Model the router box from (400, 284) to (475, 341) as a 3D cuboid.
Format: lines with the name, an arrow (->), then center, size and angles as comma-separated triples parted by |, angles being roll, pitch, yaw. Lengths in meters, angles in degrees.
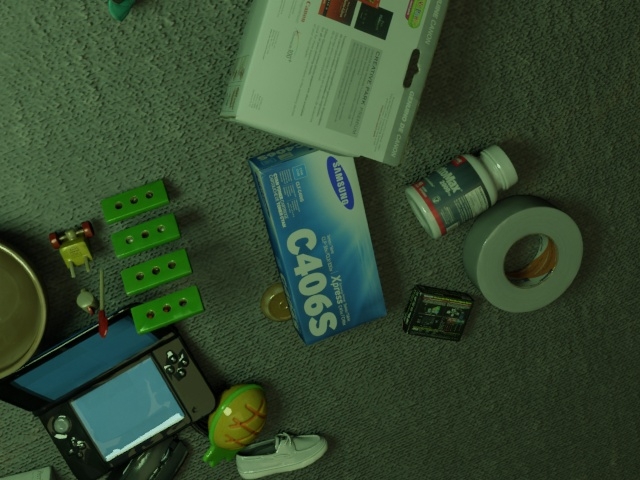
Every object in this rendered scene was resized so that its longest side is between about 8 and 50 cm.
router box -> 0.227, 0.142, 1.575 | 0.122, 0.038, 0.092 | 11, 110, -20

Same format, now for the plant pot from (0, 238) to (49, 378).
plant pot -> -0.546, 0.099, 1.291 | 0.237, 0.110, 0.237 | -1, 100, -6

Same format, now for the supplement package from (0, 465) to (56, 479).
supplement package -> -0.612, 0.555, 1.447 | 0.293, 0.177, 0.175 | -11, 115, -11

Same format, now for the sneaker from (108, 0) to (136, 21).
sneaker -> -0.243, -0.395, 1.163 | 0.295, 0.124, 0.178 | 16, 103, -13

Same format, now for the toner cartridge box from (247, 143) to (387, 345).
toner cartridge box -> 0.000, 0.000, 1.422 | 0.165, 0.075, 0.348 | -21, 116, -13

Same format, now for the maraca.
maraca -> -0.161, 0.347, 1.521 | 0.127, 0.099, 0.185 | -3, 121, -46

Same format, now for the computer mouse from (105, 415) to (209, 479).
computer mouse -> -0.331, 0.398, 1.521 | 0.262, 0.060, 0.184 | -42, 118, 5

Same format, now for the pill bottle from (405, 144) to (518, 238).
pill bottle -> 0.252, -0.092, 1.442 | 0.180, 0.108, 0.108 | -31, 117, -1

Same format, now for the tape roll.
tape roll -> 0.386, 0.026, 1.549 | 0.219, 0.072, 0.219 | -6, 115, -13

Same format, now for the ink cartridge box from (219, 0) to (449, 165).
ink cartridge box -> 0.024, -0.293, 1.240 | 0.272, 0.130, 0.309 | 16, 94, -20

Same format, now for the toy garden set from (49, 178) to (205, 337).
toy garden set -> -0.313, 0.045, 1.304 | 0.204, 0.244, 0.049 | -20, 156, -3

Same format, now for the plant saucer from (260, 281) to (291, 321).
plant saucer -> -0.069, 0.117, 1.496 | 0.083, 0.015, 0.083 | -6, 114, -13

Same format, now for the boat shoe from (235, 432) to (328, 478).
boat shoe -> -0.078, 0.413, 1.601 | 0.184, 0.066, 0.063 | -13, 117, 1

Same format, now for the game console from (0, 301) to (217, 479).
game console -> -0.361, 0.268, 1.385 | 0.293, 0.173, 0.250 | -30, 94, 0
